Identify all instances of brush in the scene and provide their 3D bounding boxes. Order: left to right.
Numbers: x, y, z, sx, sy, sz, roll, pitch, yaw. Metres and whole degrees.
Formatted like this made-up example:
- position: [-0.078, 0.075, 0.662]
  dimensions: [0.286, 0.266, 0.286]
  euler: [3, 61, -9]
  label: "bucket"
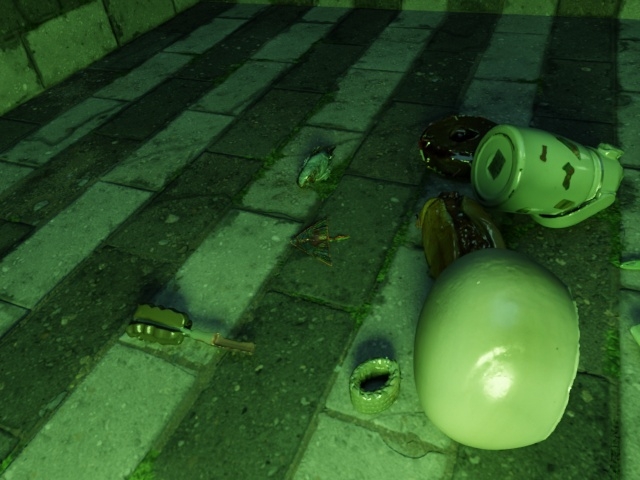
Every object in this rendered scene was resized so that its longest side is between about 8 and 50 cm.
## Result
- position: [-0.273, 0.198, 1.072]
  dimensions: [0.300, 0.071, 0.084]
  euler: [10, 55, 17]
  label: "brush"

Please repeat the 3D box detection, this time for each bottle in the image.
- position: [0.569, -0.153, 1.244]
  dimensions: [0.351, 0.229, 0.229]
  euler: [6, 38, -17]
  label: "bottle"

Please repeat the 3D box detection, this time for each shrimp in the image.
- position: [0.000, -0.231, 1.522]
  dimensions: [0.090, 0.079, 0.233]
  euler: [41, 48, -3]
  label: "shrimp"

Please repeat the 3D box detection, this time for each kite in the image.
- position: [0.000, 0.000, 1.302]
  dimensions: [0.158, 0.010, 0.190]
  euler: [-3, 43, 1]
  label: "kite"

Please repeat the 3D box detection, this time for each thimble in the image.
- position: [0.105, 0.268, 0.942]
  dimensions: [0.109, 0.062, 0.084]
  euler: [-26, 45, -20]
  label: "thimble"

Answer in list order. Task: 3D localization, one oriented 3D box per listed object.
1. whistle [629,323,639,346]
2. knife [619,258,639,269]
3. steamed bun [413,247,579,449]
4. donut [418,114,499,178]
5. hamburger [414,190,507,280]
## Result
- position: [0.641, 0.239, 0.882]
  dimensions: [0.110, 0.092, 0.245]
  euler: [-15, 43, -3]
  label: "whistle"
- position: [0.821, 0.051, 1.129]
  dimensions: [0.292, 0.020, 0.043]
  euler: [-4, 39, 1]
  label: "knife"
- position: [0.266, 0.170, 0.837]
  dimensions: [0.206, 0.325, 0.324]
  euler: [12, 43, 2]
  label: "steamed bun"
- position: [0.424, -0.277, 1.495]
  dimensions: [0.269, 0.103, 0.270]
  euler: [-4, 39, 3]
  label: "donut"
- position: [0.320, 0.012, 1.135]
  dimensions: [0.155, 0.245, 0.283]
  euler: [-4, 85, -5]
  label: "hamburger"
